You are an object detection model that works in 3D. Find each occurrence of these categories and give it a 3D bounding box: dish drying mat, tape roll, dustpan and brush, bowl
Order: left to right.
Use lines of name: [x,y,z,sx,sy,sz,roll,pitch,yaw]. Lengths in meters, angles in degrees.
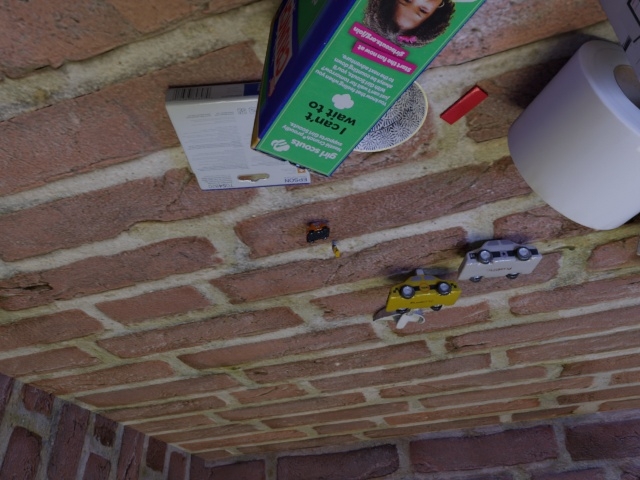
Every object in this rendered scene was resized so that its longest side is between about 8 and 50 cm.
bowl: [0.080,-0.229,0.858,0.169,0.080,0.170,-2,145,-1]
dustpan and brush: [0.241,0.207,1.517,0.147,0.060,0.211,4,145,-9]
dish drying mat: [0.247,-0.232,0.926,0.032,0.008,0.083,22,139,-30]
tape roll: [0.443,-0.162,0.832,0.245,0.246,0.169,10,144,-18]

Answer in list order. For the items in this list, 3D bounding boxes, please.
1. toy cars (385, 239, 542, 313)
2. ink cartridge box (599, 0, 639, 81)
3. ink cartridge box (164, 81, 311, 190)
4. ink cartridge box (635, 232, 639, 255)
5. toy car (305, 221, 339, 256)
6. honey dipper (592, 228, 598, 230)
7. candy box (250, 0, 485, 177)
toy cars: [0.335,0.080,1.325,0.393,0.087,0.176,-28,143,28]
ink cartridge box: [0.479,-0.281,0.698,0.148,0.203,0.086,2,147,-5]
ink cartridge box: [-0.133,-0.179,0.949,0.223,0.045,0.224,-3,146,2]
ink cartridge box: [0.863,0.016,1.139,0.282,0.117,0.207,16,177,-21]
toy car: [0.000,0.000,1.219,0.060,0.041,0.122,-27,141,-2]
honey dipper: [0.497,-0.086,1.017,0.030,0.161,0.031,-1,144,-1]
candy box: [0.045,-0.275,0.623,0.122,0.269,0.317,19,140,-22]
